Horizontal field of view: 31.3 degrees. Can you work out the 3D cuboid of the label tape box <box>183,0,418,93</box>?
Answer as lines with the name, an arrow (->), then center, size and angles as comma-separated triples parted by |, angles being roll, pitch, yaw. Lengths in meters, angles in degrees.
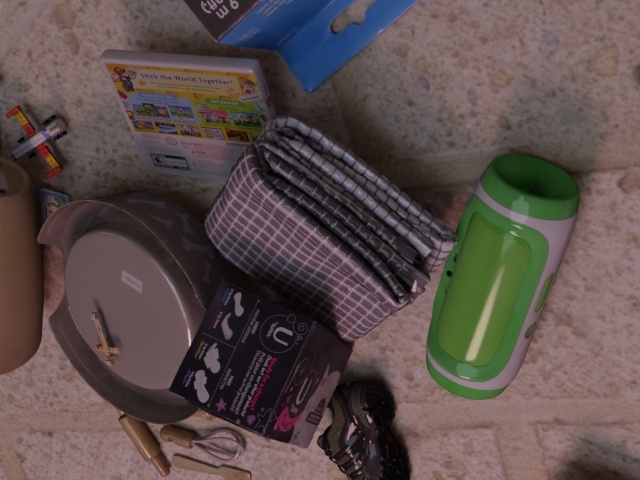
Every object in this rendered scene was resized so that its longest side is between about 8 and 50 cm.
label tape box -> -0.061, -0.363, 1.347 | 0.249, 0.115, 0.348 | -36, 93, 35

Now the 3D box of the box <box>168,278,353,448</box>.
box -> -0.069, 0.172, 1.503 | 0.142, 0.247, 0.163 | 22, 82, 18

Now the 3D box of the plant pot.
plant pot -> -0.514, 0.018, 1.680 | 0.256, 0.256, 0.274 | 28, 120, 12

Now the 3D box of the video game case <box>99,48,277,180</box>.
video game case -> -0.158, -0.159, 1.502 | 0.226, 0.026, 0.206 | 8, 141, 24

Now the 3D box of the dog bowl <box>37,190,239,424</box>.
dog bowl -> -0.253, 0.087, 1.637 | 0.348, 0.102, 0.349 | 18, 123, 30

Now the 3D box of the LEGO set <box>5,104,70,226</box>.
LEGO set -> -0.460, -0.121, 1.698 | 0.182, 0.060, 0.244 | 17, 123, 17

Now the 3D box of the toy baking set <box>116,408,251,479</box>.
toy baking set -> -0.222, 0.301, 1.802 | 0.196, 0.030, 0.256 | -21, 103, 33

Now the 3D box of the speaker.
speaker -> 0.218, 0.049, 1.401 | 0.131, 0.131, 0.297 | 23, 122, 15

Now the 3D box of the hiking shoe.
hiking shoe -> 0.056, 0.303, 1.643 | 0.114, 0.086, 0.227 | 1, 105, 36

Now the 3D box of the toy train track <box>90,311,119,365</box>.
toy train track -> -0.315, 0.143, 1.636 | 0.048, 0.014, 0.083 | 0, 112, 39

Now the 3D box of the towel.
towel -> 0.000, 0.000, 1.437 | 0.283, 0.121, 0.235 | 38, 150, -1
